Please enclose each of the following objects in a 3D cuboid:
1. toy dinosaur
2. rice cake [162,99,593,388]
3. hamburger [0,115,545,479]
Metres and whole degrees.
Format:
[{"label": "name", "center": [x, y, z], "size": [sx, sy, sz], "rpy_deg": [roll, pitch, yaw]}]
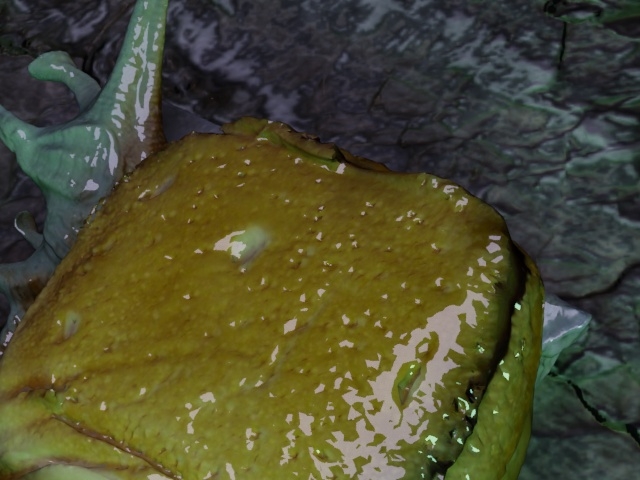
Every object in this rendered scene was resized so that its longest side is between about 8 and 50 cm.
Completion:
[{"label": "toy dinosaur", "center": [-0.156, -0.077, 1.126], "size": [0.393, 0.092, 0.205], "rpy_deg": [-49, 59, 6]}, {"label": "rice cake", "center": [0.000, 0.000, 1.119], "size": [0.399, 0.064, 0.070], "rpy_deg": [27, 73, 29]}, {"label": "hamburger", "center": [-0.024, 0.080, 0.967], "size": [0.304, 0.174, 0.284], "rpy_deg": [27, 78, 27]}]
